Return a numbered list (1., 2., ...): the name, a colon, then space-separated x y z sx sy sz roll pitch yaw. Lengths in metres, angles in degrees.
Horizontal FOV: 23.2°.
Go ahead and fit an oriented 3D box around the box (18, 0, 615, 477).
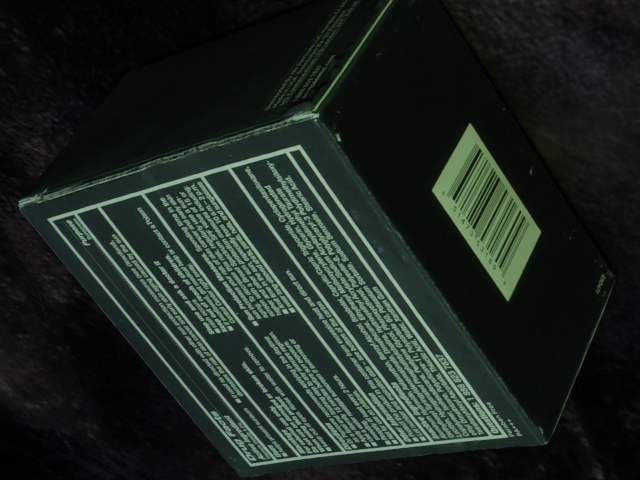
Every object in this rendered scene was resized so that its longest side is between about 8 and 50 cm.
1. box: 0.000 0.000 1.121 0.294 0.183 0.296 -13 122 40
